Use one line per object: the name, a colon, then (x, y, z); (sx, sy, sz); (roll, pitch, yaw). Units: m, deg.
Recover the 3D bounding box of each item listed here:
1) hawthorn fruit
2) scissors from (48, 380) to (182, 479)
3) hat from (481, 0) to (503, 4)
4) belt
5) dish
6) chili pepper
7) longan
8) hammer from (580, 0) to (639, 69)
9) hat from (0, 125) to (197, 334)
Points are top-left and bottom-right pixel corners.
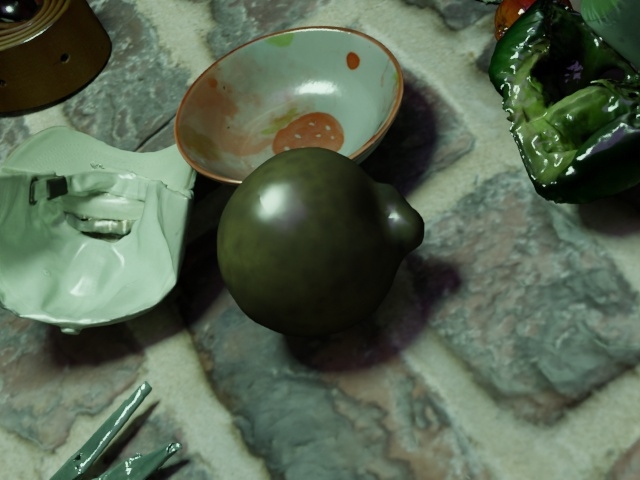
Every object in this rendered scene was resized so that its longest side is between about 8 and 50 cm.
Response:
hawthorn fruit: (0.238, -0.238, 1.323); (0.093, 0.093, 0.093); (-16, 45, 17)
scissors: (-0.300, 0.289, 1.180); (0.383, 0.029, 0.256); (-41, 43, -7)
hat: (0.256, -0.411, 1.432); (0.265, 0.128, 0.266); (-19, 43, 19)
belt: (-0.465, -0.290, 1.742); (0.338, 0.122, 0.217); (7, 53, 32)
dish: (-0.028, -0.127, 1.348); (0.260, 0.085, 0.260); (-9, 46, 10)
chili pepper: (0.258, -0.132, 1.197); (0.148, 0.116, 0.265); (-31, 44, 14)
longan: (0.000, 0.000, 1.170); (0.204, 0.159, 0.185); (-8, 91, 10)
hammer: (0.370, -0.263, 1.219); (0.119, 0.206, 0.335); (-44, 14, 34)
hat: (-0.250, -0.027, 1.379); (0.257, 0.168, 0.301); (7, 27, 7)
